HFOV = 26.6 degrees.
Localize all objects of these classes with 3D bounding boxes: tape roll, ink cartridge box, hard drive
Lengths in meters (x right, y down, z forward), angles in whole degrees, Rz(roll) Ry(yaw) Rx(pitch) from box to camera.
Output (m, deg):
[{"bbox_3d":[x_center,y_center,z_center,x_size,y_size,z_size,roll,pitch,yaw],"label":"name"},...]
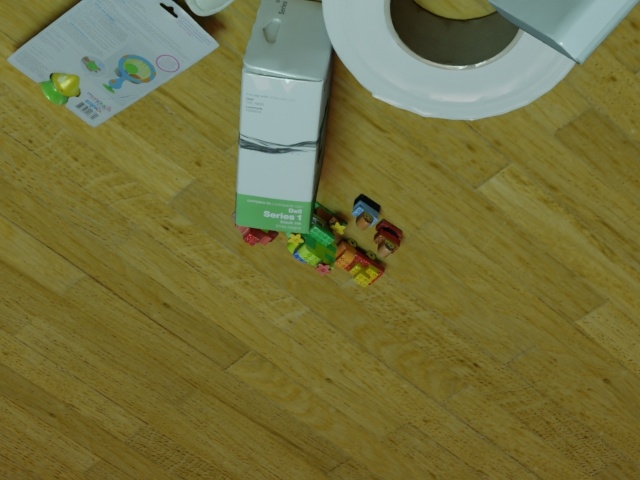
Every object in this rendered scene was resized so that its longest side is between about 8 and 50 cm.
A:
[{"bbox_3d":[0.145,-0.267,1.431,0.286,0.100,0.286,5,132,5],"label":"tape roll"},{"bbox_3d":[-0.039,-0.143,1.532,0.092,0.160,0.219,8,133,2],"label":"ink cartridge box"},{"bbox_3d":[0.294,-0.305,1.218,0.040,0.203,0.307,38,99,-21],"label":"hard drive"}]

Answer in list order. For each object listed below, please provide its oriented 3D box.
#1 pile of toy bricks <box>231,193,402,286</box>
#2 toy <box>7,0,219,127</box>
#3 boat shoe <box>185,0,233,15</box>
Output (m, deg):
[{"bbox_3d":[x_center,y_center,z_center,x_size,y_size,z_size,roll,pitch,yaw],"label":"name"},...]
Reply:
[{"bbox_3d":[0.000,0.000,1.689,0.212,0.105,0.118,32,129,-18],"label":"pile of toy bricks"},{"bbox_3d":[-0.238,-0.230,1.564,0.237,0.056,0.137,-28,125,36],"label":"toy"},{"bbox_3d":[-0.123,-0.380,1.404,0.099,0.116,0.319,44,150,30],"label":"boat shoe"}]
